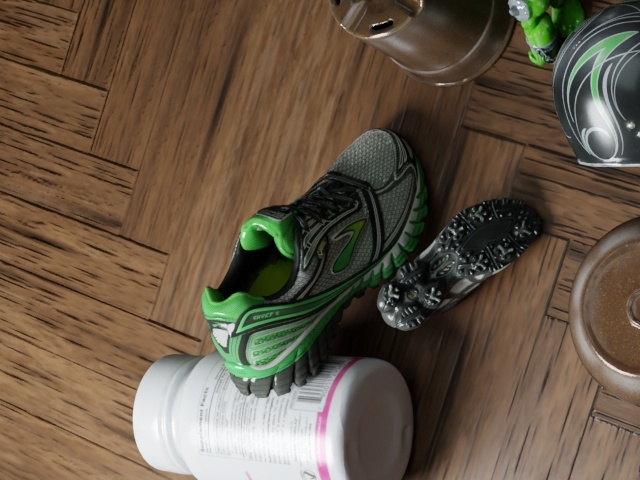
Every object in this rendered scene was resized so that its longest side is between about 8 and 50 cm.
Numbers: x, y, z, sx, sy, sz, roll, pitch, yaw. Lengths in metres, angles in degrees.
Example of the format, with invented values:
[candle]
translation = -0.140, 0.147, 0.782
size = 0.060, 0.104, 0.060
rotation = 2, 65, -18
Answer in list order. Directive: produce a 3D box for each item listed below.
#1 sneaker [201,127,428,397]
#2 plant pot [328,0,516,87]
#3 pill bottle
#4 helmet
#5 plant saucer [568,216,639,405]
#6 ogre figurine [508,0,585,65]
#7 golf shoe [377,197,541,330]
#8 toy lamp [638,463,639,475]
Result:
[sneaker]
translation = 0.000, 0.000, 1.924
size = 0.134, 0.146, 0.343
rotation = 9, 51, 36
[plant pot]
translation = 0.101, -0.260, 1.942
size = 0.167, 0.165, 0.167
rotation = -4, 82, 32
[pill bottle]
translation = -0.055, 0.200, 1.982
size = 0.283, 0.160, 0.160
rotation = 2, 85, 33
[helmet]
translation = 0.315, -0.160, 1.795
size = 0.169, 0.169, 0.161
rotation = 0, 100, 33
[plant saucer]
translation = 0.335, 0.069, 1.826
size = 0.199, 0.036, 0.198
rotation = -5, 81, 33
[ogre figurine]
translation = 0.254, -0.282, 1.875
size = 0.197, 0.118, 0.097
rotation = -45, 63, 20
[golf shoe]
translation = 0.145, 0.024, 1.933
size = 0.198, 0.094, 0.077
rotation = -33, 80, -3
[toy lamp]
translation = 0.347, 0.304, 1.763
size = 0.080, 0.080, 0.274
rotation = 0, 84, 33
